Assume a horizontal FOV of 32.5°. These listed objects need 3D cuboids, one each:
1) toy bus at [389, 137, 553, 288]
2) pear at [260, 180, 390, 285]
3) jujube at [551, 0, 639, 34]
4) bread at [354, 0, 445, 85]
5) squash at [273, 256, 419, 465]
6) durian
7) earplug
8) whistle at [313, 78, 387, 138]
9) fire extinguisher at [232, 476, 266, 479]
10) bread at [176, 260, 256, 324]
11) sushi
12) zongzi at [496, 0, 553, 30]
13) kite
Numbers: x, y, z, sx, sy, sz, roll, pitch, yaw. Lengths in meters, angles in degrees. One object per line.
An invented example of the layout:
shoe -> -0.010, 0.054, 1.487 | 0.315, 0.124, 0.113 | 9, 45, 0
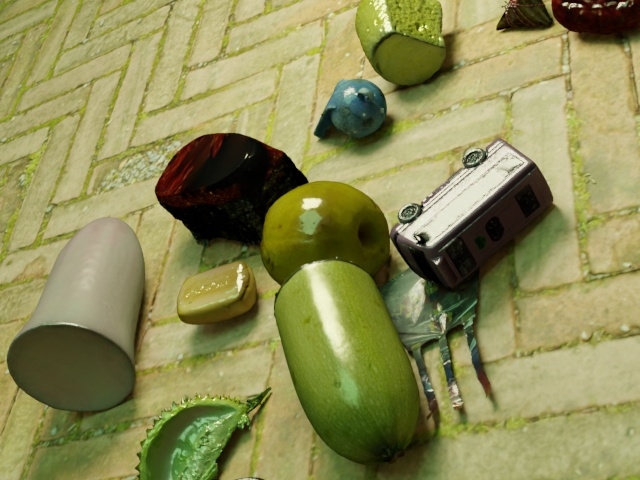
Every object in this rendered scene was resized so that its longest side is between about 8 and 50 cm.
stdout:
toy bus -> 0.174, -0.028, 1.262 | 0.178, 0.087, 0.098 | -40, 38, -5
pear -> 0.000, 0.000, 1.351 | 0.162, 0.149, 0.149 | -4, 51, 35
jujube -> 0.355, -0.298, 1.388 | 0.129, 0.077, 0.077 | 18, 66, 37
bread -> 0.113, -0.289, 1.557 | 0.114, 0.129, 0.111 | -98, 25, -43
squash -> 0.033, 0.141, 1.194 | 0.132, 0.132, 0.247 | -35, 37, 10
durian -> -0.152, 0.246, 1.327 | 0.100, 0.086, 0.215 | 32, 79, 18
earplug -> -0.322, 0.076, 1.569 | 0.172, 0.172, 0.301 | -24, 35, 23
whistle -> 0.048, -0.180, 1.553 | 0.090, 0.090, 0.158 | -58, 0, -19
fire extinguisher -> -0.146, 0.331, 1.200 | 0.341, 0.141, 0.105 | -11, 5, 31
bread -> -0.135, 0.077, 1.471 | 0.115, 0.056, 0.082 | -20, 42, 17
sushi -> -0.125, -0.073, 1.561 | 0.225, 0.126, 0.136 | -3, 53, 47
zongzi -> 0.270, -0.311, 1.503 | 0.073, 0.067, 0.083 | -45, 17, 16
kite -> 0.136, 0.099, 1.238 | 0.141, 0.015, 0.245 | -30, 35, 18
